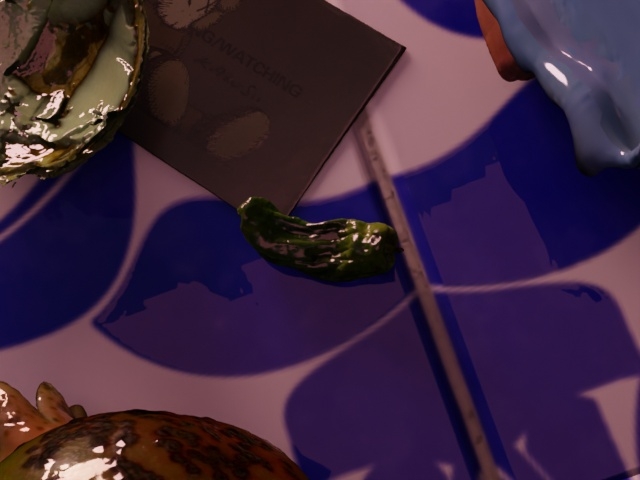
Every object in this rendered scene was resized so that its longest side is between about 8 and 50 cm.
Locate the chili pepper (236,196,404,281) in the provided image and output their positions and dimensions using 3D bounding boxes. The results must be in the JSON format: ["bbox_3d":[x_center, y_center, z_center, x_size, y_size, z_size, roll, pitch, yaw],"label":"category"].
[{"bbox_3d":[-0.001,0.001,0.723,0.091,0.034,0.030,12,46,11],"label":"chili pepper"}]

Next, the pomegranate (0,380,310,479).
[{"bbox_3d":[-0.090,0.164,0.633,0.198,0.246,0.198,-4,104,-17],"label":"pomegranate"}]

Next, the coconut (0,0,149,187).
[{"bbox_3d":[-0.155,-0.091,0.749,0.158,0.055,0.133,-38,76,0],"label":"coconut"}]

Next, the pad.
[{"bbox_3d":[-0.065,-0.104,0.769,0.190,0.004,0.127,33,84,14],"label":"pad"}]

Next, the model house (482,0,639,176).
[{"bbox_3d":[0.233,-0.189,0.617,0.303,0.216,0.237,-12,53,-18],"label":"model house"}]

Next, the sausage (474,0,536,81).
[{"bbox_3d":[0.092,-0.172,0.741,0.043,0.043,0.186,-13,75,5],"label":"sausage"}]
